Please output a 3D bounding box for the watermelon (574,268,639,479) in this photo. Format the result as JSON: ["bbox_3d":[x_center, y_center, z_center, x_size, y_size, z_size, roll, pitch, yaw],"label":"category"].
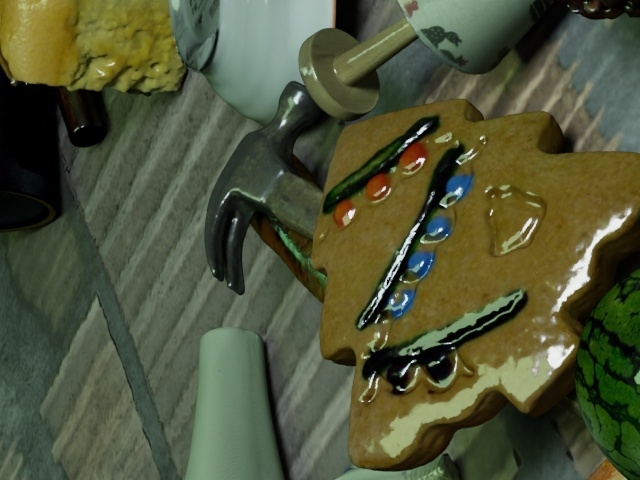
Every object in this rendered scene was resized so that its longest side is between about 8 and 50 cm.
[{"bbox_3d":[0.207,0.074,1.053,0.187,0.140,0.141,35,116,58],"label":"watermelon"}]

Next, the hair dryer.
[{"bbox_3d":[-0.028,0.171,1.484,0.298,0.119,0.296,-46,43,25],"label":"hair dryer"}]

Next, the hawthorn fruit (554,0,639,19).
[{"bbox_3d":[0.191,-0.226,1.100,0.169,0.169,0.188,17,97,57],"label":"hawthorn fruit"}]

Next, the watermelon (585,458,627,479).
[{"bbox_3d":[0.162,0.227,1.191,0.119,0.063,0.245,-104,33,-50],"label":"watermelon"}]

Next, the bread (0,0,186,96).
[{"bbox_3d":[-0.215,-0.269,1.708,0.162,0.204,0.262,-34,62,55],"label":"bread"}]

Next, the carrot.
[{"bbox_3d":[0.000,0.000,1.462,0.260,0.070,0.070,46,125,48],"label":"carrot"}]

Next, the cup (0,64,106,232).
[{"bbox_3d":[-0.327,-0.116,1.965,0.166,0.239,0.177,58,-150,-70],"label":"cup"}]

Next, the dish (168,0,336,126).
[{"bbox_3d":[-0.075,-0.214,1.534,0.260,0.085,0.260,173,90,-68],"label":"dish"}]

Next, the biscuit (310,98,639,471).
[{"bbox_3d":[0.079,0.008,1.244,0.278,0.043,0.301,-51,44,8],"label":"biscuit"}]

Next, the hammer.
[{"bbox_3d":[0.065,0.020,1.314,0.440,0.044,0.168,30,88,46],"label":"hammer"}]

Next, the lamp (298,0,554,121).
[{"bbox_3d":[0.077,-0.163,1.298,0.214,0.121,0.121,-29,62,40],"label":"lamp"}]
